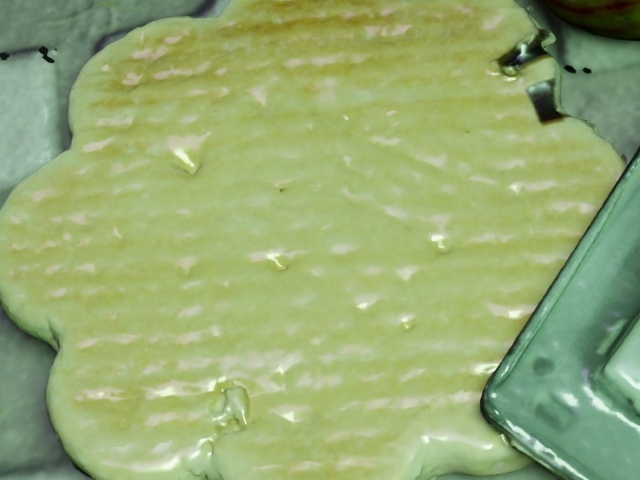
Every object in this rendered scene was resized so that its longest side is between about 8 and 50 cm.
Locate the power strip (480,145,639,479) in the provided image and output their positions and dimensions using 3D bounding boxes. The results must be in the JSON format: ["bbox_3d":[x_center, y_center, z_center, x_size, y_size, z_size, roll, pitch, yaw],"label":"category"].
[{"bbox_3d":[0.201,0.042,0.778,0.198,0.064,0.213,33,69,7],"label":"power strip"}]

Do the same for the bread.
[{"bbox_3d":[0.000,0.000,0.863,0.316,0.054,0.316,-3,61,5],"label":"bread"}]

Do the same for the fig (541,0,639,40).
[{"bbox_3d":[0.130,-0.193,0.929,0.124,0.124,0.236,-28,46,-8],"label":"fig"}]
